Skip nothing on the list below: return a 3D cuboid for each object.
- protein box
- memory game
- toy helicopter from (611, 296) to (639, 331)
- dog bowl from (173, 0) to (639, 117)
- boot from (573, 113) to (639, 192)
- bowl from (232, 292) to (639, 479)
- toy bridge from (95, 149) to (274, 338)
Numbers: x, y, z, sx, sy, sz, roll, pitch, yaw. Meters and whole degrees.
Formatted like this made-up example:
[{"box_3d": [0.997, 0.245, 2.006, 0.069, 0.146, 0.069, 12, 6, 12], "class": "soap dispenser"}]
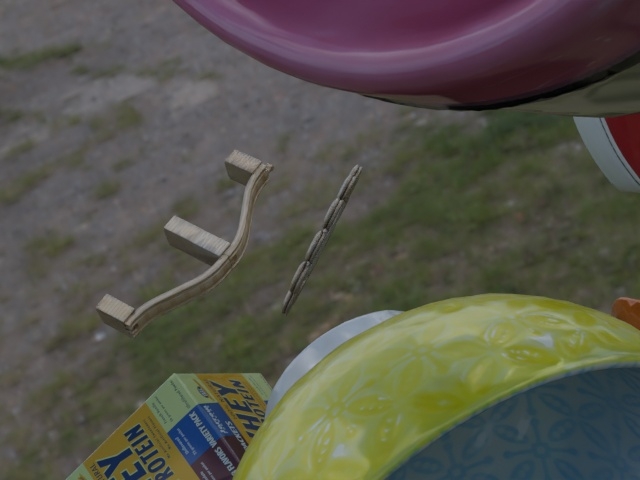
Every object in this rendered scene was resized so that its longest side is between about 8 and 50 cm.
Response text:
[{"box_3d": [-0.141, 0.261, 1.664, 0.200, 0.136, 0.201, -44, -20, 15], "class": "protein box"}, {"box_3d": [0.000, 0.000, 1.628, 0.012, 0.186, 0.186, 27, 36, 2], "class": "memory game"}, {"box_3d": [0.316, 0.020, 0.958, 0.235, 0.140, 0.355, -20, -17, 2], "class": "toy helicopter"}, {"box_3d": [0.048, -0.230, 0.518, 0.408, 0.408, 0.150, 2, 16, 42], "class": "dog bowl"}, {"box_3d": [0.289, -0.167, 1.230, 0.176, 0.244, 0.088, -13, 12, 28], "class": "boot"}, {"box_3d": [0.054, 0.128, 0.783, 0.289, 0.289, 0.156, -28, 46, -14], "class": "bowl"}, {"box_3d": [-0.093, 0.004, 1.174, 0.063, 0.026, 0.188, 26, 61, 27], "class": "toy bridge"}]
